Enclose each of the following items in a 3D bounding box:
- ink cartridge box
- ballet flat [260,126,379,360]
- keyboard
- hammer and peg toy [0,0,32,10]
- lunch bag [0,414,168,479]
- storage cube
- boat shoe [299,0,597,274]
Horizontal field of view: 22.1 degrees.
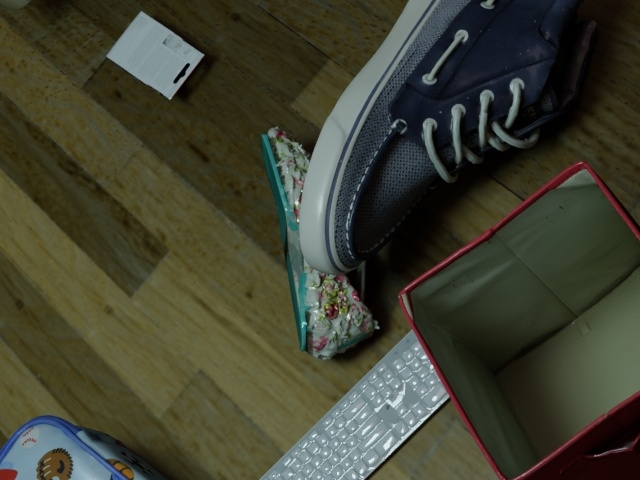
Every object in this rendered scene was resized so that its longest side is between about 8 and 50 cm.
[{"bbox_3d":[-0.168,-0.190,1.724,0.115,0.029,0.063,36,88,36],"label":"ink cartridge box"},{"bbox_3d":[0.000,0.000,1.514,0.077,0.091,0.241,-9,64,-7],"label":"ballet flat"},{"bbox_3d":[0.021,0.183,1.442,0.256,0.014,0.072,-45,53,5],"label":"keyboard"},{"bbox_3d":[-0.239,-0.414,1.814,0.266,0.127,0.361,0,68,29],"label":"hammer and peg toy"},{"bbox_3d":[-0.198,0.319,1.425,0.303,0.115,0.243,37,89,28],"label":"lunch bag"},{"bbox_3d":[0.208,0.093,1.262,0.184,0.193,0.215,-37,55,11],"label":"storage cube"},{"bbox_3d":[0.118,-0.107,1.436,0.158,0.127,0.340,15,67,31],"label":"boat shoe"}]
